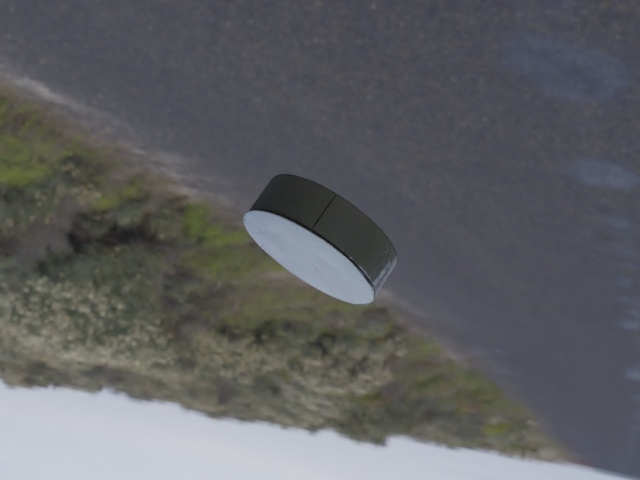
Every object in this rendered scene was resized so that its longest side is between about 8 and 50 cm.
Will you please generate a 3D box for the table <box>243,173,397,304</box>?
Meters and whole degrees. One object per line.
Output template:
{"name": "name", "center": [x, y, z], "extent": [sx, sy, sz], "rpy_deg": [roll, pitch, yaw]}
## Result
{"name": "table", "center": [0.000, 0.000, 1.028], "extent": [0.133, 0.043, 0.133], "rpy_deg": [31, 162, 11]}
